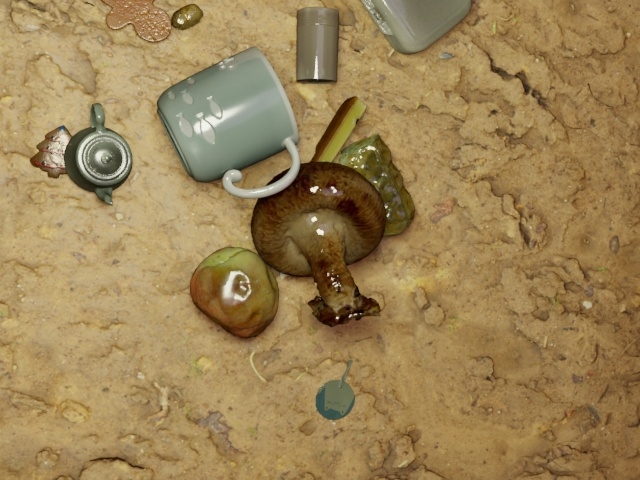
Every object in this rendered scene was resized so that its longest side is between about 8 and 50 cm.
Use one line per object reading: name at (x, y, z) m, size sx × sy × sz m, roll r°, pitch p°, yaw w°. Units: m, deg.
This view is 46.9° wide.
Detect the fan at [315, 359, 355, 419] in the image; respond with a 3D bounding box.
fan at (0.052, 0.410, 2.031) m, size 0.113 × 0.005 × 0.175 m, roll 22°, pitch 89°, yaw -16°

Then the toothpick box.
toothpick box at (-0.008, -0.498, 1.889) m, size 0.111 × 0.111 × 0.181 m, roll 0°, pitch 95°, yaw -16°

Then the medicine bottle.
medicine bottle at (0.214, -0.692, 1.931) m, size 0.282 × 0.123 × 0.375 m, roll -39°, pitch 103°, yaw -9°

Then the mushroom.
mushroom at (-0.017, -0.003, 1.819) m, size 0.334 × 0.331 × 0.356 m, roll 60°, pitch 38°, yaw -41°

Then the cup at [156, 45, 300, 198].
cup at (-0.206, -0.247, 1.750) m, size 0.274 × 0.259 × 0.357 m, roll -26°, pitch 71°, yaw -9°

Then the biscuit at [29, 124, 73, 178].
biscuit at (-0.633, -0.215, 1.777) m, size 0.119 × 0.019 × 0.130 m, roll 9°, pitch 91°, yaw -17°

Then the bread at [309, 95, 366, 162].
bread at (0.037, -0.271, 1.933) m, size 0.049 × 0.088 × 0.226 m, roll 34°, pitch 86°, yaw -19°

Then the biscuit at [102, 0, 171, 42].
biscuit at (-0.465, -0.582, 1.789) m, size 0.250 × 0.036 × 0.165 m, roll 44°, pitch 83°, yaw -11°

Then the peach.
peach at (-0.204, 0.138, 1.834) m, size 0.214 × 0.214 × 0.235 m, roll -33°, pitch 110°, yaw -11°

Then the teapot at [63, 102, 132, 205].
teapot at (-0.515, -0.202, 1.735) m, size 0.162 × 0.149 × 0.239 m, roll -5°, pitch 96°, yaw -22°

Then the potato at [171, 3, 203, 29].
potato at (-0.331, -0.553, 1.827) m, size 0.083 × 0.040 × 0.051 m, roll -29°, pitch 111°, yaw -10°

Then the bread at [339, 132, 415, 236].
bread at (0.155, -0.138, 1.957) m, size 0.152 × 0.130 × 0.268 m, roll -32°, pitch 103°, yaw -21°
